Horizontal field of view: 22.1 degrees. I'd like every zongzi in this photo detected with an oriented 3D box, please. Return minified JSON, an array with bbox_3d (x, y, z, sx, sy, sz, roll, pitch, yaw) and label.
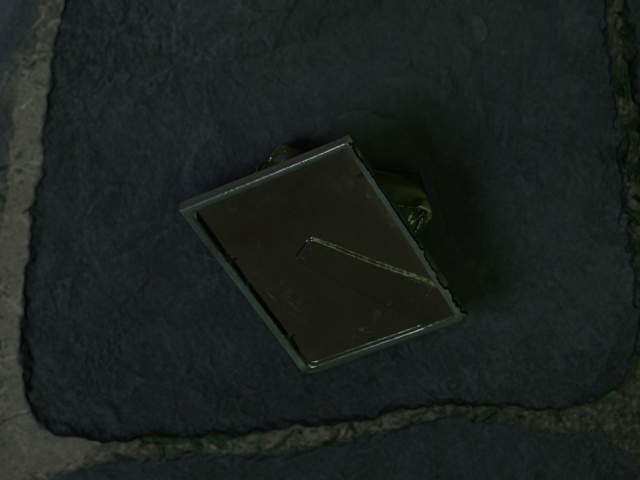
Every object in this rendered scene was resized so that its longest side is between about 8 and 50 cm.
[{"bbox_3d":[-0.003,0.000,1.853,0.205,0.094,0.204,14,119,-14],"label":"zongzi"}]

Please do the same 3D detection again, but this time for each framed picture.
[{"bbox_3d":[0.007,0.025,1.810,0.213,0.016,0.289,-21,127,19],"label":"framed picture"}]
